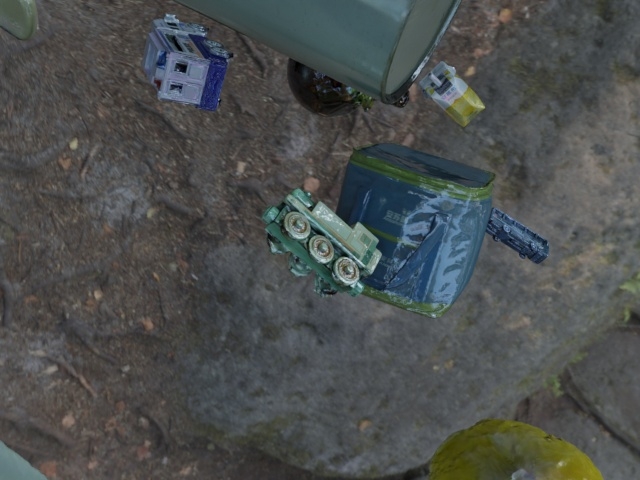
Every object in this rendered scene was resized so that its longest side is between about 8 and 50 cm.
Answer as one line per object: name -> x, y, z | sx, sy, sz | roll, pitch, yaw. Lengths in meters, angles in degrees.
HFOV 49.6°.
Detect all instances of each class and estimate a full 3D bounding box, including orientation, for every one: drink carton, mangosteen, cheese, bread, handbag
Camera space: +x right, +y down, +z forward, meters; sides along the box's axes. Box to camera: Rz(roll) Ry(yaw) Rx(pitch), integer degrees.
drink carton -> 0.266, -0.319, 1.463 | 0.084, 0.074, 0.200 | -40, 140, 20
mangosteen -> 0.063, -0.367, 1.557 | 0.231, 0.289, 0.231 | -38, 155, -21
cheese -> -0.625, -0.507, 1.443 | 0.097, 0.037, 0.192 | 35, 136, -10
bread -> 0.222, 0.307, 0.769 | 0.197, 0.197, 0.170 | -30, 132, -13
handbag -> 0.151, -0.025, 1.204 | 0.222, 0.263, 0.241 | -25, 131, -61

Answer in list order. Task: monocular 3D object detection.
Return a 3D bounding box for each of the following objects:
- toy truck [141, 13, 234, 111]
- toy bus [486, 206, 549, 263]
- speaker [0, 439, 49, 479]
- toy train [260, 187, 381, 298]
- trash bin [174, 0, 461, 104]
toy truck -> -0.299, -0.385, 1.468 | 0.155, 0.268, 0.124 | 4, 120, -30
toy bus -> 0.456, -0.012, 1.616 | 0.166, 0.065, 0.047 | 32, 139, -5
speaker -> -0.364, 0.155, 0.459 | 0.184, 0.183, 0.406 | -60, 149, -32
toy train -> 0.000, 0.000, 1.065 | 0.194, 0.081, 0.125 | 42, 48, -11
trash bin -> -0.050, -0.363, 0.792 | 0.432, 0.280, 0.280 | 31, 95, 9
